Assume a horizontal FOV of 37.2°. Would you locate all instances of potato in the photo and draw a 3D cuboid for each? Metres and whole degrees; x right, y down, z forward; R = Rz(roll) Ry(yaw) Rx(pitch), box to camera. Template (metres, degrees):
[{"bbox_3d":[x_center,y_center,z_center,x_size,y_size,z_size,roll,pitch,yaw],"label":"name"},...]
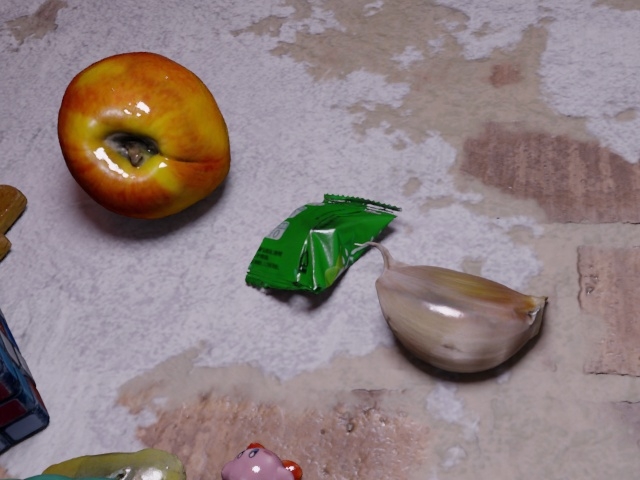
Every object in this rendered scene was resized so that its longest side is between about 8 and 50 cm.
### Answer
[{"bbox_3d":[-0.250,0.294,1.114,0.188,0.085,0.105,-3,45,18],"label":"potato"}]

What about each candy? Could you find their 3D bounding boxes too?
[{"bbox_3d":[0.001,-0.002,1.323,0.141,0.078,0.203,25,53,31],"label":"candy"}]

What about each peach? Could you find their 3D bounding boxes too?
[{"bbox_3d":[-0.259,-0.158,1.424,0.281,0.238,0.281,21,15,-6],"label":"peach"}]

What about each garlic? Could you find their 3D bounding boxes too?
[{"bbox_3d":[0.137,0.079,1.185,0.267,0.148,0.128,26,99,14],"label":"garlic"}]

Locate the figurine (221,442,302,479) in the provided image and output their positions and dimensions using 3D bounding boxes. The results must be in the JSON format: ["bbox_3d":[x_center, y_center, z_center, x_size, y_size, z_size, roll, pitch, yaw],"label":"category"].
[{"bbox_3d":[-0.070,0.273,1.096,0.083,0.071,0.067,3,91,27],"label":"figurine"}]

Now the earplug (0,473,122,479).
[{"bbox_3d":[-0.293,0.339,1.033,0.280,0.257,0.164,-22,69,43],"label":"earplug"}]

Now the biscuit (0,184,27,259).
[{"bbox_3d":[-0.594,0.028,1.467,0.278,0.043,0.301,-11,50,2],"label":"biscuit"}]

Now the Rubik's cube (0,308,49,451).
[{"bbox_3d":[-0.552,0.134,1.170,0.292,0.287,0.293,-29,58,-13],"label":"Rubik's cube"}]
